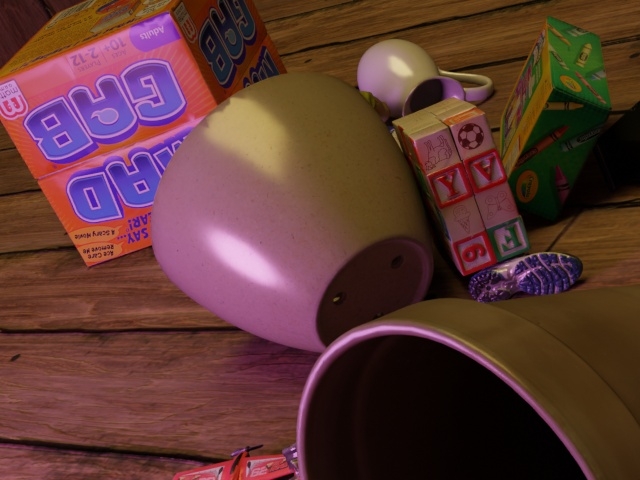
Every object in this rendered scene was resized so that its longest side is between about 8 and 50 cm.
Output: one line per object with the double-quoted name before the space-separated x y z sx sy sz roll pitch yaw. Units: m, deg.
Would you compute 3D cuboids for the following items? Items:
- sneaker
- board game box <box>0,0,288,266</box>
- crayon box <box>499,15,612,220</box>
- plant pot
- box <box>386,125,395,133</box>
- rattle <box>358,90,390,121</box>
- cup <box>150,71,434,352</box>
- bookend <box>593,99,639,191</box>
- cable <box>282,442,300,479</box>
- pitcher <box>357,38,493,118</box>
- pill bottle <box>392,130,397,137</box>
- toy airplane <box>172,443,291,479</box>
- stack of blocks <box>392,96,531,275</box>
"sneaker" 0.238 0.032 1.538 0.135 0.052 0.058 -11 20 29
"board game box" -0.281 -0.234 2.286 0.356 0.356 0.356 -18 24 20
"crayon box" 0.299 -0.165 1.737 0.081 0.165 0.278 21 29 -3
"plant pot" 0.188 0.165 1.021 0.280 0.323 0.323 -24 16 -39
"box" 0.037 -0.139 2.154 0.136 0.037 0.225 -37 23 -22
"rattle" 0.026 -0.129 2.058 0.199 0.143 0.130 -33 -11 21
"cup" 0.000 0.000 1.591 0.331 0.331 0.237 -33 49 -15
"bookend" 0.444 -0.127 1.627 0.156 0.072 0.157 -40 26 -27
"cable" 0.076 0.201 1.378 0.287 0.072 0.139 -22 2 -22
"pitcher" 0.166 -0.258 2.185 0.177 0.126 0.207 -12 28 -21
"pill bottle" 0.080 -0.084 1.888 0.193 0.108 0.108 -39 25 -27
"toy airplane" -0.093 0.267 1.416 0.151 0.028 0.151 -19 25 9
"stack of blocks" 0.159 -0.082 1.650 0.087 0.171 0.297 -22 13 -1
